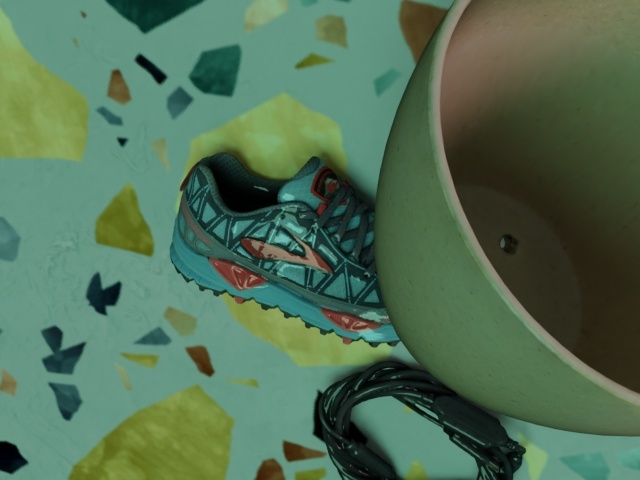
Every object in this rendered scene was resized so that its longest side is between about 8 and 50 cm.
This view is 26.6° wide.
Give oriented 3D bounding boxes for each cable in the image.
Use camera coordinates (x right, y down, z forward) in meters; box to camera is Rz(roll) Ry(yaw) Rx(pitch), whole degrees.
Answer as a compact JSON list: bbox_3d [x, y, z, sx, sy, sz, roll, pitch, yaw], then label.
[{"bbox_3d":[0.081,0.184,1.201,0.184,0.047,0.150,27,128,2],"label":"cable"}]

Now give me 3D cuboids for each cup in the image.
[{"bbox_3d":[0.168,-0.004,0.934,0.331,0.331,0.237,40,147,-4],"label":"cup"}]

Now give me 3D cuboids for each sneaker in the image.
[{"bbox_3d":[0.000,0.000,1.091,0.262,0.104,0.125,14,119,12],"label":"sneaker"}]
